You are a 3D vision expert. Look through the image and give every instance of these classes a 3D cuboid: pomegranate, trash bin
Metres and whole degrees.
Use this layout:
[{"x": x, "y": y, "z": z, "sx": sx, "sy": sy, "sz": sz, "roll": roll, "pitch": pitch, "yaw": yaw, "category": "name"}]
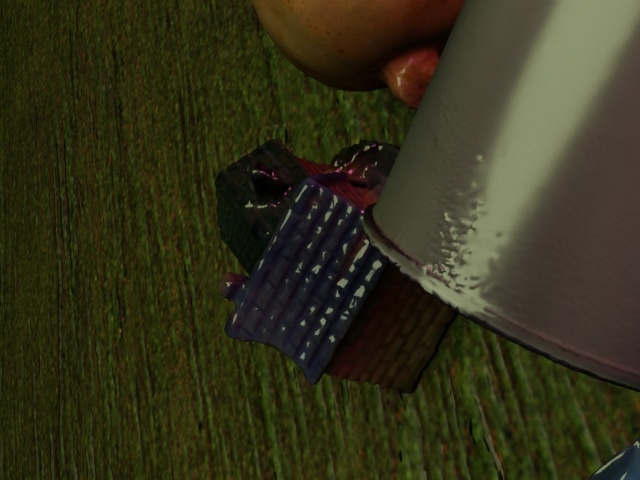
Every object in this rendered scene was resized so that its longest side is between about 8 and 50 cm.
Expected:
[{"x": 0.034, "y": -0.211, "z": 0.802, "sx": 0.207, "sy": 0.207, "sz": 0.207, "roll": -19, "pitch": 65, "yaw": 50, "category": "pomegranate"}, {"x": 0.171, "y": -0.081, "z": 0.564, "sx": 0.263, "sy": 0.217, "sz": 0.277, "roll": -67, "pitch": 28, "yaw": 15, "category": "trash bin"}]

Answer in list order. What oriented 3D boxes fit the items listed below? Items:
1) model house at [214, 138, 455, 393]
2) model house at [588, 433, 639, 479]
[{"x": 0.000, "y": 0.000, "z": 0.814, "sx": 0.183, "sy": 0.172, "sz": 0.167, "roll": 51, "pitch": 122, "yaw": 48, "category": "model house"}, {"x": 0.287, "y": 0.108, "z": 0.370, "sx": 0.303, "sy": 0.215, "sz": 0.237, "roll": 50, "pitch": 120, "yaw": 43, "category": "model house"}]
